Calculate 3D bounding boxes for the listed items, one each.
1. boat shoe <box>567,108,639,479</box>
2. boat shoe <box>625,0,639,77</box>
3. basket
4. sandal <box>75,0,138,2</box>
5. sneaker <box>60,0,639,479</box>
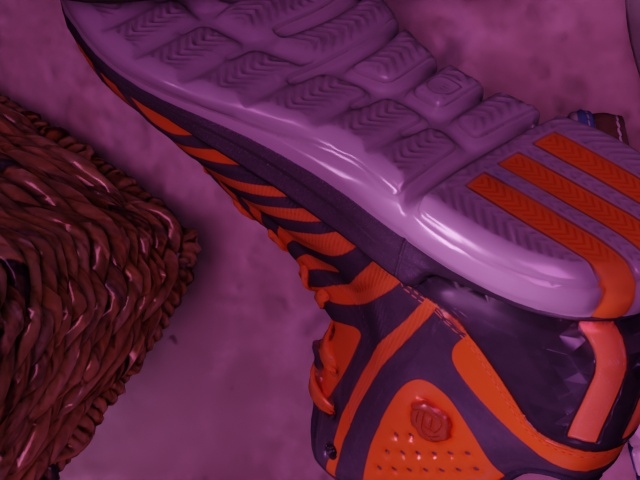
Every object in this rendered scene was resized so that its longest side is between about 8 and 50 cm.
[{"bbox_3d":[0.149,0.028,0.792,0.066,0.066,0.183,-15,100,6],"label":"boat shoe"},{"bbox_3d":[0.212,-0.033,0.772,0.081,0.079,0.227,-33,90,-24],"label":"boat shoe"},{"bbox_3d":[-0.240,0.021,0.785,0.299,0.223,0.213,31,104,11],"label":"basket"},{"bbox_3d":[-0.029,-0.159,0.765,0.303,0.086,0.120,1,103,-4],"label":"sandal"},{"bbox_3d":[0.000,0.000,0.783,0.321,0.125,0.180,38,139,33],"label":"sneaker"}]
